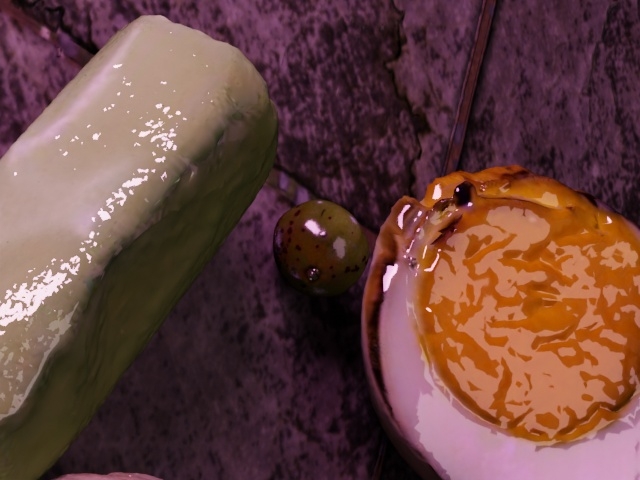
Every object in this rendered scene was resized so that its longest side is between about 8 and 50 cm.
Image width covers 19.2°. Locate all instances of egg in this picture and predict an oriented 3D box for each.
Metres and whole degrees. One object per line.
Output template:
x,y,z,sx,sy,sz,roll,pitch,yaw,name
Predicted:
0.133,0.090,1.443,0.286,0.174,0.264,24,70,-22,egg

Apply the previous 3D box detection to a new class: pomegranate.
-0.003,-0.001,1.362,0.073,0.073,0.084,25,34,-46,pomegranate

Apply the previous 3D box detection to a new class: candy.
-0.151,0.012,1.152,0.343,0.132,0.142,-54,169,-33,candy

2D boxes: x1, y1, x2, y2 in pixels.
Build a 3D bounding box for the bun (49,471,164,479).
-0.144,0.251,1.125,0.239,0.141,0.239,-18,110,-62,bun
